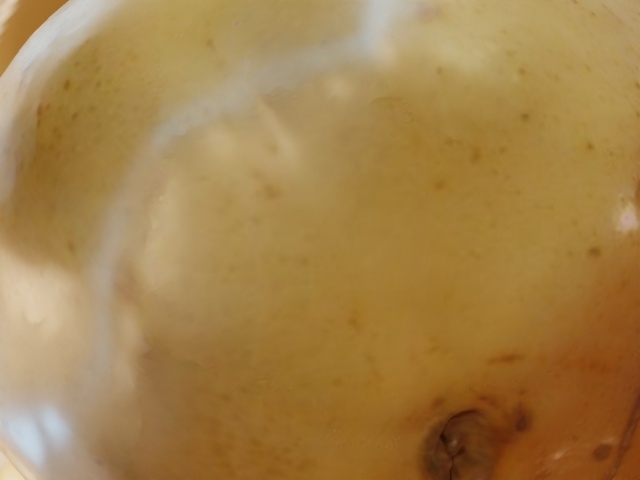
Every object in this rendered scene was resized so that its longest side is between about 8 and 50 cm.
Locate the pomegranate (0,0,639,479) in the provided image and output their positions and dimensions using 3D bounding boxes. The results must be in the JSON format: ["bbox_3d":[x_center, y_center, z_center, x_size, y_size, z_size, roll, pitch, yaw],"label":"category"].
[{"bbox_3d":[0.000,0.000,0.725,0.319,0.319,0.319,-43,-12,-12],"label":"pomegranate"}]
